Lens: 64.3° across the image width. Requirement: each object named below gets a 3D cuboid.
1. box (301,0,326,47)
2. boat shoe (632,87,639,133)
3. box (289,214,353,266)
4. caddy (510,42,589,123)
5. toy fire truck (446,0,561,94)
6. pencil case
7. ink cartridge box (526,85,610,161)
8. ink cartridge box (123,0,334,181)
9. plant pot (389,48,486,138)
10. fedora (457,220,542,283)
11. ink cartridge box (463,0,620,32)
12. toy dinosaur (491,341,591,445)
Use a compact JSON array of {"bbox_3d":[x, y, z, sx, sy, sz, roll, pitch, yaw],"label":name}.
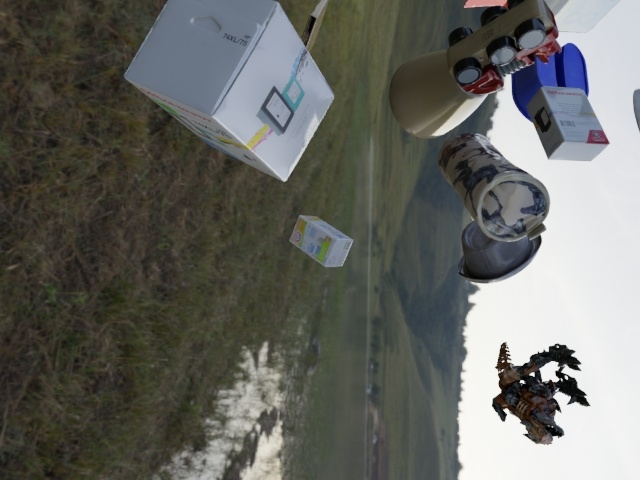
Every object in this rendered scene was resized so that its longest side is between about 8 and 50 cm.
[{"bbox_3d":[-0.024,-0.527,1.288,0.201,0.021,0.164,-72,-172,-46],"label":"box"},{"bbox_3d":[0.563,-0.160,0.790,0.108,0.102,0.301,51,39,-25],"label":"boat shoe"},{"bbox_3d":[0.000,0.000,1.870,0.103,0.203,0.114,1,117,-50],"label":"box"},{"bbox_3d":[0.824,-0.577,1.864,0.179,0.241,0.341,134,-34,-63],"label":"caddy"},{"bbox_3d":[0.429,-0.417,1.136,0.246,0.217,0.158,21,56,-41],"label":"toy fire truck"},{"bbox_3d":[0.417,-0.141,1.259,0.160,0.183,0.410,-54,-165,21],"label":"pencil case"},{"bbox_3d":[0.600,-0.285,1.241,0.072,0.127,0.175,111,-24,-58],"label":"ink cartridge box"},{"bbox_3d":[-0.139,-0.264,0.871,0.197,0.198,0.270,-61,156,-3],"label":"ink cartridge box"},{"bbox_3d":[0.370,-0.448,1.474,0.274,0.257,0.256,-176,-93,-74],"label":"plant pot"},{"bbox_3d":[0.490,0.001,1.450,0.124,0.244,0.275,59,44,-19],"label":"fedora"},{"bbox_3d":[0.619,-0.675,1.334,0.308,0.385,0.091,121,-35,-76],"label":"ink cartridge box"},{"bbox_3d":[0.509,0.343,1.233,0.322,0.218,0.164,-104,171,-46],"label":"toy dinosaur"}]
